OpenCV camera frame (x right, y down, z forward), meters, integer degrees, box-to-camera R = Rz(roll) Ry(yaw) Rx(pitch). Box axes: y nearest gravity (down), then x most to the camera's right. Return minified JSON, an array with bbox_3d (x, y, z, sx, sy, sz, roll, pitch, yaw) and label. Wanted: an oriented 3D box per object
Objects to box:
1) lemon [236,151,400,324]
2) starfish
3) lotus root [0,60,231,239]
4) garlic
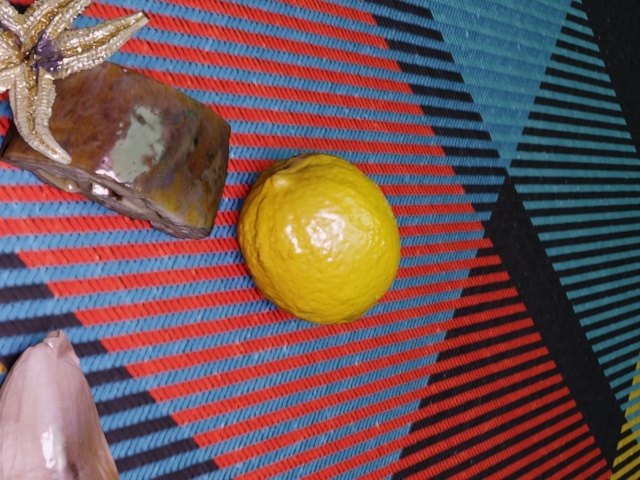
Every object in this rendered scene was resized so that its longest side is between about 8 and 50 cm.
[{"bbox_3d":[-0.002,-0.001,1.092,0.193,0.180,0.180,32,59,-22],"label":"lemon"},{"bbox_3d":[-0.249,-0.163,0.815,0.223,0.050,0.217,-30,93,-23],"label":"starfish"},{"bbox_3d":[-0.166,-0.080,0.916,0.235,0.138,0.119,29,74,-56],"label":"lotus root"},{"bbox_3d":[-0.232,0.183,0.839,0.101,0.087,0.195,-38,116,-64],"label":"garlic"}]
